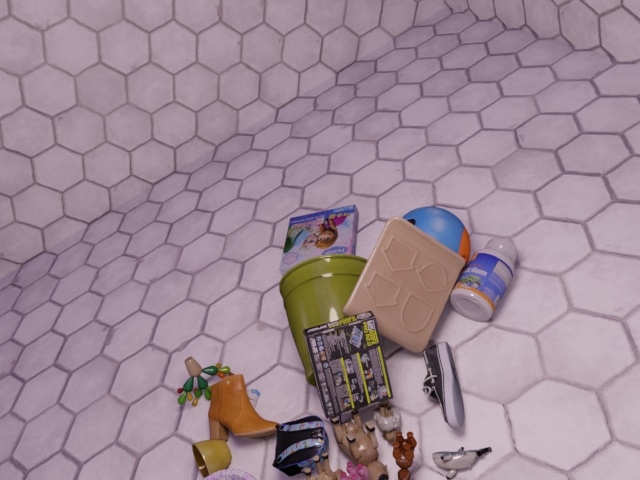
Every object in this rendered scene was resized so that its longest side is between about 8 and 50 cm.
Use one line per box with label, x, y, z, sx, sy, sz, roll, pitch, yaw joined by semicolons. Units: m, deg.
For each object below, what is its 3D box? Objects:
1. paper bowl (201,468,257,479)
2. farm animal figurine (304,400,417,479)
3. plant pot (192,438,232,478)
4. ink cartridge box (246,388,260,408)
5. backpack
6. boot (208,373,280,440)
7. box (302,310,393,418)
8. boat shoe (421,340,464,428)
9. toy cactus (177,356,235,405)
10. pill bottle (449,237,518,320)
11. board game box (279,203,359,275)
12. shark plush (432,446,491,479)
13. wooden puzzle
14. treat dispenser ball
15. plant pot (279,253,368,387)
paper bowl;-0.259;0.821;1.583;0.283;0.148;0.284;-15;41;14
farm animal figurine;0.108;0.624;1.576;0.329;0.173;0.327;-14;21;-5
plant pot;-0.344;0.700;1.791;0.095;0.134;0.134;-20;33;-30
ink cartridge box;-0.249;0.566;1.942;0.048;0.028;0.083;-5;45;26
backpack;-0.046;0.621;1.682;0.173;0.117;0.158;-24;37;20
boot;-0.261;0.555;1.864;0.294;0.104;0.212;-15;62;25
box;0.083;0.366;1.632;0.216;0.270;0.060;-15;13;-7
boat shoe;0.360;0.438;1.677;0.104;0.113;0.306;-21;37;18
toy cactus;-0.436;0.498;2.015;0.218;0.181;0.112;-27;19;-7
pill bottle;0.559;0.124;1.867;0.152;0.152;0.272;14;55;39
board game box;0.000;0.000;2.378;0.318;0.066;0.318;-12;42;18
shark plush;0.392;0.592;1.541;0.161;0.073;0.067;-28;9;7
wooden puzzle;0.264;0.142;1.767;0.348;0.322;0.080;-61;21;-5
treat dispenser ball;0.386;0.023;1.963;0.287;0.288;0.288;-16;41;14
plant pot;0.055;0.294;1.855;0.366;0.366;0.353;-17;53;12
